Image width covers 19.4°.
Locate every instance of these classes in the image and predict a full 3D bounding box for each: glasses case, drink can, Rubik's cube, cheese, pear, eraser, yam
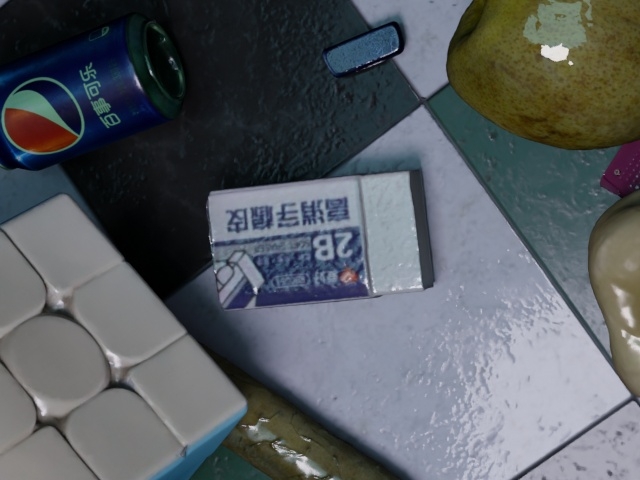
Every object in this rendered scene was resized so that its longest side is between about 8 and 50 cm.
[{"bbox_3d":[0.045,-0.188,1.850,0.083,0.023,0.033,-21,93,19],"label":"glasses case"},{"bbox_3d":[-0.245,-0.147,1.892,0.205,0.118,0.118,-20,88,19],"label":"drink can"},{"bbox_3d":[-0.302,0.183,1.793,0.291,0.292,0.290,47,136,8],"label":"Rubik's cube"},{"bbox_3d":[0.346,0.058,1.712,0.235,0.117,0.218,27,117,12],"label":"cheese"},{"bbox_3d":[0.235,-0.178,1.700,0.211,0.228,0.188,24,62,-4],"label":"pear"},{"bbox_3d":[0.000,0.000,1.854,0.210,0.068,0.124,-6,90,17],"label":"eraser"},{"bbox_3d":[-0.072,0.180,1.887,0.371,0.083,0.083,31,102,12],"label":"yam"}]

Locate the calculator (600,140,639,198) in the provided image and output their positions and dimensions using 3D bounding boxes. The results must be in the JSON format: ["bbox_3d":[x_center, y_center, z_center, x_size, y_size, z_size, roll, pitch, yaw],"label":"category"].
[{"bbox_3d":[0.373,-0.051,1.757,0.190,0.034,0.126,35,102,10],"label":"calculator"}]
